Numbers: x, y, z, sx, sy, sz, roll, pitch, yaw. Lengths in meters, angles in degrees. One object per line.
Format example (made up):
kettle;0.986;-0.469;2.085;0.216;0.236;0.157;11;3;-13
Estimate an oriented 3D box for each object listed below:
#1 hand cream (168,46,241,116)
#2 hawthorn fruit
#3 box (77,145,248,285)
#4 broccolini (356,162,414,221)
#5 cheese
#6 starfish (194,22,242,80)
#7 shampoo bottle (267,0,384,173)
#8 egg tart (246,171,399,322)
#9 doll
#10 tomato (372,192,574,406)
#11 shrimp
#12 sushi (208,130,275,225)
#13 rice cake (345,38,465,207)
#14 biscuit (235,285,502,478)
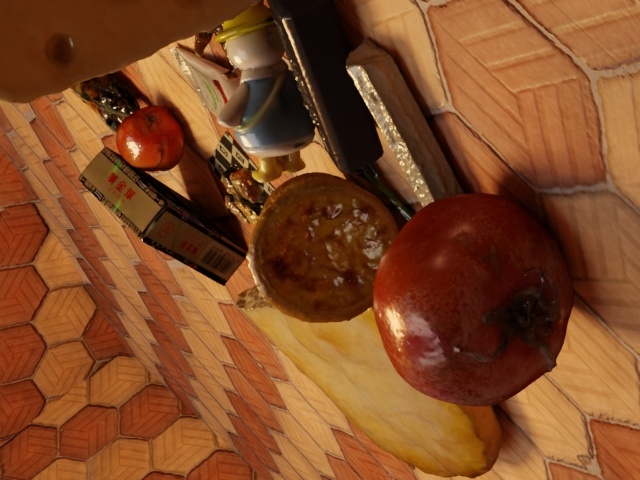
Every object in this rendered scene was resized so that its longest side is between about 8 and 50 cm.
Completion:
hand cream;-0.132;-0.205;1.745;0.336;0.076;0.121;35;155;56
hawthorn fruit;-0.298;-0.178;2.090;0.128;0.128;0.128;44;161;20
box;-0.281;-0.040;2.196;0.198;0.084;0.310;41;-178;30
broccolini;0.081;-0.074;1.539;0.140;0.030;0.035;46;126;2
cheese;-0.221;-0.333;1.315;0.104;0.384;0.384;23;147;58
starfish;-0.143;-0.310;1.555;0.238;0.071;0.216;48;159;-23
shampoo bottle;-0.008;-0.221;1.363;0.098;0.071;0.309;-116;1;-48
egg tart;0.000;0.000;1.605;0.202;0.202;0.147;57;-177;-16
doll;-0.068;-0.195;1.477;0.099;0.135;0.241;-98;-6;-78
tomato;0.159;0.066;1.306;0.188;0.232;0.232;25;149;59
shrimp;-0.418;-0.269;2.300;0.365;0.071;0.233;33;164;42
sushi;-0.132;-0.075;2.012;0.193;0.040;0.210;50;162;3
rice cake;0.106;-0.110;1.358;0.256;0.052;0.057;59;-170;-23
biscuit;0.098;0.202;1.849;0.446;0.104;0.429;45;156;-8
